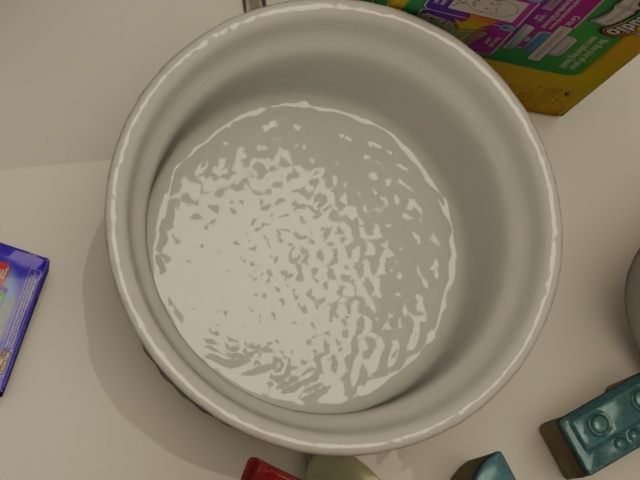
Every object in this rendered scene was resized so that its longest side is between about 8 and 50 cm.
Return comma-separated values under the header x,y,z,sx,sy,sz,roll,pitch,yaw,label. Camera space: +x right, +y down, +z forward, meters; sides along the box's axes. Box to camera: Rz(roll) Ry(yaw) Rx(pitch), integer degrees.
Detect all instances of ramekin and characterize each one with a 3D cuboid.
x,y,z,sx,sy,sz,roll,pitch,yaw,label
0.000,0.000,0.965,0.277,0.135,0.277,2,79,-11,ramekin

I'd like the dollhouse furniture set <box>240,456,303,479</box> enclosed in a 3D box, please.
x,y,z,sx,sy,sz,roll,pitch,yaw,label
-0.037,0.305,0.661,0.152,0.201,0.374,20,90,4,dollhouse furniture set

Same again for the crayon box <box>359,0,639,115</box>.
x,y,z,sx,sy,sz,roll,pitch,yaw,label
0.126,-0.167,0.960,0.165,0.278,0.081,11,76,-10,crayon box

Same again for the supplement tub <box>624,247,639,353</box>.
x,y,z,sx,sy,sz,roll,pitch,yaw,label
0.390,-0.002,0.998,0.331,0.241,0.241,-40,88,-18,supplement tub

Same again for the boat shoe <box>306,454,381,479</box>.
x,y,z,sx,sy,sz,roll,pitch,yaw,label
0.042,0.188,0.982,0.049,0.043,0.137,-43,86,7,boat shoe

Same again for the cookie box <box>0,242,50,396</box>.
x,y,z,sx,sy,sz,roll,pitch,yaw,label
-0.235,0.038,0.958,0.107,0.040,0.091,20,74,-7,cookie box

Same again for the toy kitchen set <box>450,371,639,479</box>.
x,y,z,sx,sy,sz,roll,pitch,yaw,label
0.197,0.206,0.969,0.166,0.122,0.207,-26,84,-17,toy kitchen set
